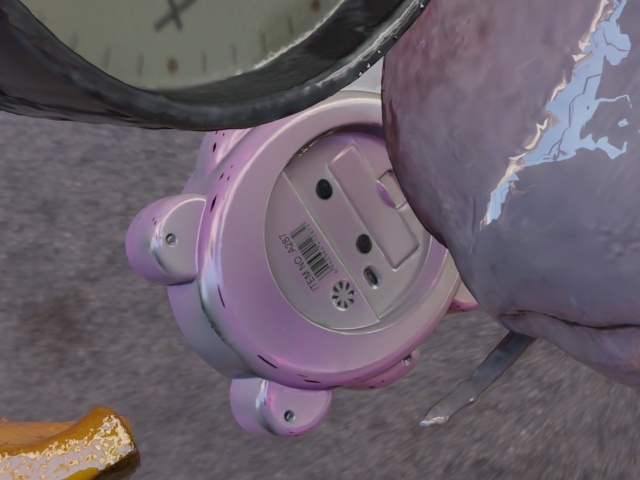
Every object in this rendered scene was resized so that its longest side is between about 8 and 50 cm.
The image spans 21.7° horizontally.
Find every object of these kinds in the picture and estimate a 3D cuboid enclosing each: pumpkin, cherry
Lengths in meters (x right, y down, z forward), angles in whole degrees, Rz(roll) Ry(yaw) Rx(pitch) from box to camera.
[{"bbox_3d":[-0.269,0.156,1.293,0.258,0.290,0.095,2,91,-7],"label":"pumpkin"},{"bbox_3d":[0.201,-0.077,0.921,0.335,0.291,0.326,-41,70,39],"label":"cherry"}]

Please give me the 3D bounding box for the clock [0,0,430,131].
[{"bbox_3d":[-0.035,-0.188,0.473,0.067,0.325,0.325,15,92,34],"label":"clock"}]

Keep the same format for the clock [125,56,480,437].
[{"bbox_3d":[0.000,0.000,1.172,0.248,0.090,0.228,-40,104,-29],"label":"clock"}]
